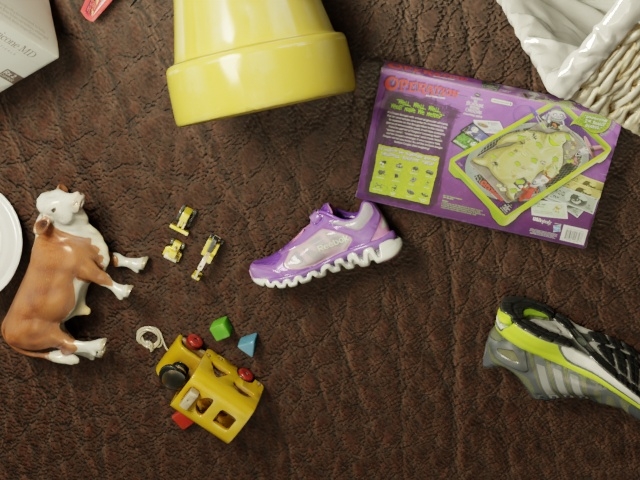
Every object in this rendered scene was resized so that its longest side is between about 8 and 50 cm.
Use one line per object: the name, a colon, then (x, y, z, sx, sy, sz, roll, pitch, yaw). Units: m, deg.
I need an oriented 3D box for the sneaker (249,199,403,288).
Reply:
sneaker: (0.000, 0.000, 1.927, 0.237, 0.095, 0.104, -17, 103, 11)

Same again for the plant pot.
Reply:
plant pot: (-0.098, -0.293, 1.736, 0.254, 0.254, 0.238, -11, 96, 14)

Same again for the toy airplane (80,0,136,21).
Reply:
toy airplane: (-0.317, -0.392, 1.836, 0.151, 0.028, 0.151, 3, 113, 8)

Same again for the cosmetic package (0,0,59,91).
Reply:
cosmetic package: (-0.495, -0.305, 1.807, 0.184, 0.151, 0.151, -26, 62, 20)

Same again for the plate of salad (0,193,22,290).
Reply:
plate of salad: (-0.563, 0.003, 2.032, 0.200, 0.048, 0.199, 0, 88, 9)

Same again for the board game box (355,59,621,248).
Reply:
board game box: (0.239, -0.123, 1.851, 0.347, 0.056, 0.208, 13, 119, 4)

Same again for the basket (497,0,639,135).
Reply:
basket: (0.428, -0.319, 1.558, 0.266, 0.331, 0.328, 27, 118, -25)

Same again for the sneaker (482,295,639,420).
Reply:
sneaker: (0.383, 0.198, 1.947, 0.300, 0.111, 0.121, 30, 125, 2)

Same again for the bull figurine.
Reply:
bull figurine: (-0.390, 0.061, 2.010, 0.188, 0.101, 0.310, 26, 115, -4)

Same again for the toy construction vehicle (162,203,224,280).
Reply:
toy construction vehicle: (-0.201, 0.006, 1.989, 0.086, 0.035, 0.098, 30, 115, -4)

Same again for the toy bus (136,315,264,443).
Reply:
toy bus: (-0.194, 0.234, 2.051, 0.202, 0.104, 0.190, -8, 112, 13)
